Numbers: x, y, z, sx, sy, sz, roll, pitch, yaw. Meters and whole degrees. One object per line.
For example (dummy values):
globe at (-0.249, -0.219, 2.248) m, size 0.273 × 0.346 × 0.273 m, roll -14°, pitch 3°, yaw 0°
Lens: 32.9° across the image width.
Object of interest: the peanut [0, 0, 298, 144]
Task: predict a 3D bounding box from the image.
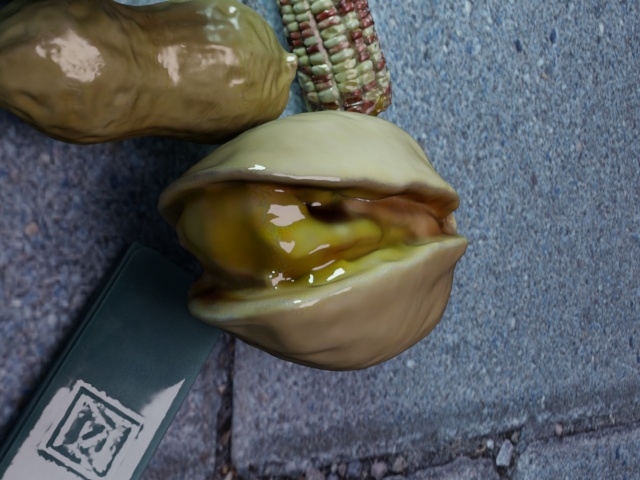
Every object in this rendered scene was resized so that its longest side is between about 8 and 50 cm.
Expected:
peanut at (-0.113, -0.113, 0.708) m, size 0.263 × 0.117 × 0.101 m, roll -7°, pitch 62°, yaw -48°

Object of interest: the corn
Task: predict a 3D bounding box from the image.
corn at (-0.002, -0.201, 0.867) m, size 0.079 × 0.079 × 0.237 m, roll -35°, pitch 115°, yaw -44°

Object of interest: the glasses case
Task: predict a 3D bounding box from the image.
glasses case at (-0.151, 0.136, 0.718) m, size 0.105 × 0.056 × 0.266 m, roll 52°, pitch 54°, yaw -39°

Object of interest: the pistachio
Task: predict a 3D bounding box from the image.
pistachio at (0.000, 0.000, 0.775) m, size 0.299 × 0.187 × 0.187 m, roll 1°, pitch 91°, yaw -64°
